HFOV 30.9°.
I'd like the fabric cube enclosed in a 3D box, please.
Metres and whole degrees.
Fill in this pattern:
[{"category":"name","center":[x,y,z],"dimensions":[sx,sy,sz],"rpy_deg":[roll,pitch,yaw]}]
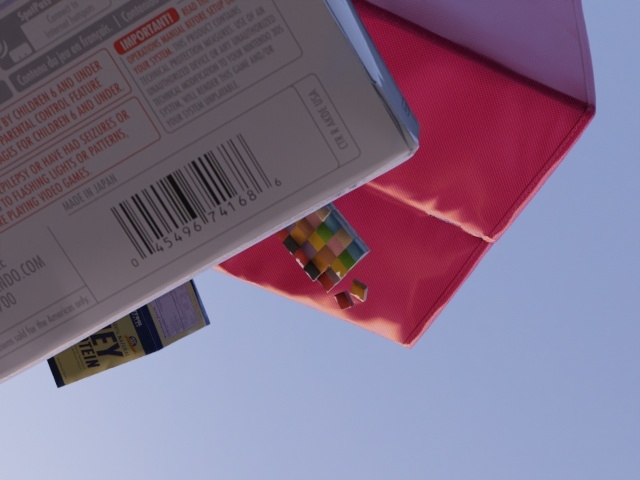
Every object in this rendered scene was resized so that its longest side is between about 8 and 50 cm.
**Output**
[{"category":"fabric cube","center":[0.015,-0.125,0.856],"dimensions":[0.259,0.258,0.254],"rpy_deg":[-57,-163,38]}]

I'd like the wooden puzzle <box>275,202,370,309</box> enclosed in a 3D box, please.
[{"category":"wooden puzzle","center":[0.000,0.000,0.651],"dimensions":[0.083,0.006,0.049],"rpy_deg":[51,-41,8]}]

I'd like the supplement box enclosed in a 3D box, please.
[{"category":"supplement box","center":[-0.135,0.053,0.786],"dimensions":[0.083,0.083,0.056],"rpy_deg":[-22,-89,21]}]

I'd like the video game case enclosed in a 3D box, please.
[{"category":"video game case","center":[-0.144,-0.073,0.374],"dimensions":[0.269,0.061,0.244],"rpy_deg":[-29,-77,11]}]
